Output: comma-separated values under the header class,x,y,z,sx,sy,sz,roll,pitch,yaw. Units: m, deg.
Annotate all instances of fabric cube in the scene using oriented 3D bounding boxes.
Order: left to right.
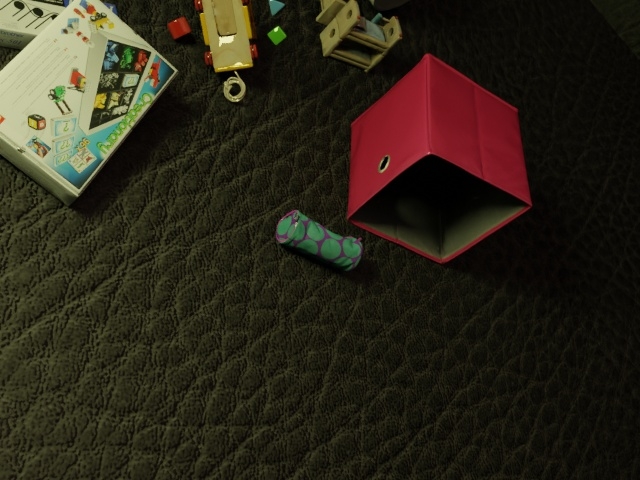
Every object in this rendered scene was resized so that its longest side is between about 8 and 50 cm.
class,x,y,z,sx,sy,sz,roll,pitch,yaw
fabric cube,0.225,-0.153,1.494,0.259,0.254,0.258,24,51,-26

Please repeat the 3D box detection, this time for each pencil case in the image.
class,x,y,z,sx,sy,sz,roll,pitch,yaw
pencil case,0.000,0.000,1.346,0.152,0.064,0.070,26,66,-25

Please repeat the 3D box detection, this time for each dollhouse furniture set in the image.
class,x,y,z,sx,sy,sz,roll,pitch,yaw
dollhouse furniture set,0.081,-0.501,1.690,0.129,0.129,0.183,12,56,-34

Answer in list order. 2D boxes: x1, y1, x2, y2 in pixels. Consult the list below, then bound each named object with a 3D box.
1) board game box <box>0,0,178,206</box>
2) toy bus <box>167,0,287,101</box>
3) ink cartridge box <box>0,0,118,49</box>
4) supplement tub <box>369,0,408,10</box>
class,x,y,z,sx,sy,sz,roll,pitch,yaw
board game box,-0.371,-0.224,1.158,0.193,0.053,0.305,41,52,-18
toy bus,-0.168,-0.397,1.432,0.191,0.202,0.104,37,15,-5
ink cartridge box,-0.430,-0.353,1.235,0.207,0.046,0.097,0,64,-40
supplement tub,0.129,-0.747,1.810,0.241,0.241,0.331,-23,79,-45
